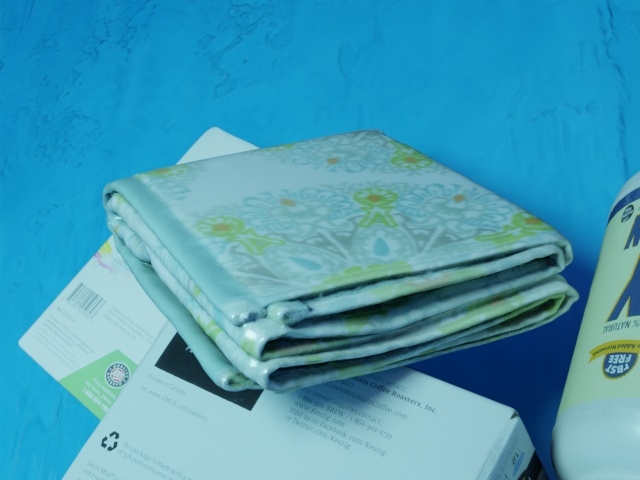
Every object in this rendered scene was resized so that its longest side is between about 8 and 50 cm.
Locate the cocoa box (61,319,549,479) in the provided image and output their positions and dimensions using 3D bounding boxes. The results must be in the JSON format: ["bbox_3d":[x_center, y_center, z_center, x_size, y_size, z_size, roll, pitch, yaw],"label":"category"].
[{"bbox_3d":[-0.002,0.230,0.820,0.347,0.228,0.231,18,65,35],"label":"cocoa box"}]

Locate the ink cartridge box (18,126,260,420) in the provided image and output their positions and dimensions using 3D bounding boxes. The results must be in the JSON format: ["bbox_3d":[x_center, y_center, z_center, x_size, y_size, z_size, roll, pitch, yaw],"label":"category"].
[{"bbox_3d":[-0.156,0.053,1.096,0.207,0.119,0.353,29,74,37],"label":"ink cartridge box"}]

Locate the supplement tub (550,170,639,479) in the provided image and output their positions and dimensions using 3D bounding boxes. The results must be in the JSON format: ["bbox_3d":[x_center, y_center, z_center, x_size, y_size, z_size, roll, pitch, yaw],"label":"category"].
[{"bbox_3d":[0.319,0.115,0.737,0.235,0.235,0.325,7,61,30],"label":"supplement tub"}]

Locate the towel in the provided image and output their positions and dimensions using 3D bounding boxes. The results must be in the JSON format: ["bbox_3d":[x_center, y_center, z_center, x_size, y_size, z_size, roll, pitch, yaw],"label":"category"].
[{"bbox_3d":[0.000,0.000,0.853,0.320,0.090,0.374,-11,28,-25],"label":"towel"}]
